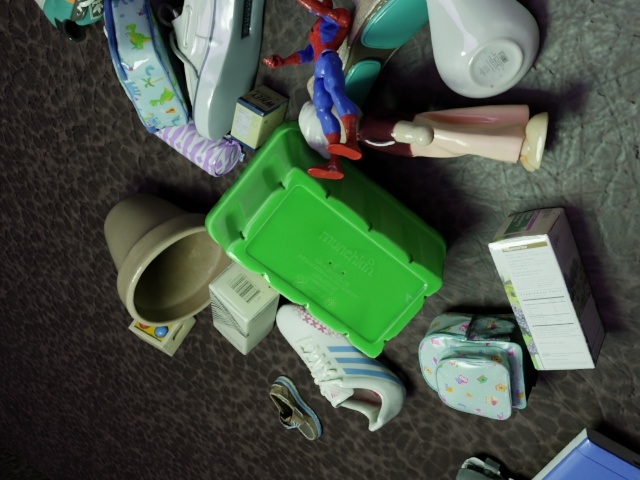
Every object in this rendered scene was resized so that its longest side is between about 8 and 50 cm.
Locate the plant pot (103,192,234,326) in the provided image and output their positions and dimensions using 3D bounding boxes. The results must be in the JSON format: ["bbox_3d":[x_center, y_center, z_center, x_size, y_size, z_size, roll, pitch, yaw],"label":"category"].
[{"bbox_3d":[-0.349,0.018,1.319,0.229,0.263,0.263,40,136,31],"label":"plant pot"}]

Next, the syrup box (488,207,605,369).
[{"bbox_3d":[0.353,0.077,0.941,0.096,0.093,0.236,-12,111,40],"label":"syrup box"}]

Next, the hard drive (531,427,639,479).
[{"bbox_3d":[0.475,0.494,1.102,0.210,0.040,0.318,29,121,2],"label":"hard drive"}]

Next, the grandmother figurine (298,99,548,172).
[{"bbox_3d":[0.136,-0.156,0.877,0.343,0.208,0.104,8,86,13],"label":"grandmother figurine"}]

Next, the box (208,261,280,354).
[{"bbox_3d":[-0.161,0.144,1.278,0.113,0.094,0.275,41,157,12],"label":"box"}]

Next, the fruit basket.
[{"bbox_3d":[0.000,0.000,1.058,0.392,0.392,0.283,41,101,6],"label":"fruit basket"}]

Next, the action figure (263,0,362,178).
[{"bbox_3d":[-0.022,-0.231,0.807,0.139,0.280,0.091,12,152,-24],"label":"action figure"}]

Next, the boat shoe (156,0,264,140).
[{"bbox_3d":[-0.195,-0.355,1.017,0.157,0.136,0.367,27,128,18],"label":"boat shoe"}]

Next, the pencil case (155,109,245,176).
[{"bbox_3d":[-0.249,-0.207,1.185,0.206,0.086,0.088,33,127,13],"label":"pencil case"}]

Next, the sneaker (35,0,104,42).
[{"bbox_3d":[-0.429,-0.479,1.126,0.302,0.108,0.121,-23,105,51],"label":"sneaker"}]

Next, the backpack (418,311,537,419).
[{"bbox_3d":[0.265,0.212,1.062,0.188,0.144,0.165,8,128,35],"label":"backpack"}]

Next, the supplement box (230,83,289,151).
[{"bbox_3d":[-0.108,-0.217,1.080,0.056,0.083,0.083,32,133,13],"label":"supplement box"}]

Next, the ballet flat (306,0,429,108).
[{"bbox_3d":[0.064,-0.306,0.894,0.316,0.108,0.106,-48,59,42],"label":"ballet flat"}]

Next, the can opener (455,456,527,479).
[{"bbox_3d":[0.402,0.532,1.205,0.284,0.095,0.076,29,132,17],"label":"can opener"}]

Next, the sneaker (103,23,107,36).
[{"bbox_3d":[-0.390,-0.399,1.202,0.035,0.031,0.083,-36,99,30],"label":"sneaker"}]

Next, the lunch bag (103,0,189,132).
[{"bbox_3d":[-0.299,-0.309,1.063,0.219,0.090,0.176,80,175,-67],"label":"lunch bag"}]

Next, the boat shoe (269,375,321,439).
[{"bbox_3d":[-0.068,0.422,1.485,0.066,0.066,0.183,-26,102,43],"label":"boat shoe"}]

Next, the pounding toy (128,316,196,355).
[{"bbox_3d":[-0.399,0.188,1.531,0.130,0.141,0.100,24,158,20],"label":"pounding toy"}]

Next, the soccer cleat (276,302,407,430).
[{"bbox_3d":[0.026,0.254,1.255,0.331,0.143,0.116,34,133,12],"label":"soccer cleat"}]

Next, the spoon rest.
[{"bbox_3d":[0.184,-0.286,0.773,0.137,0.084,0.276,-30,135,22],"label":"spoon rest"}]
